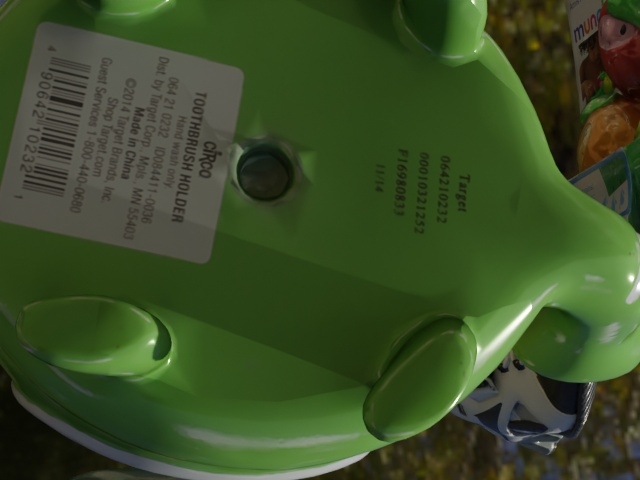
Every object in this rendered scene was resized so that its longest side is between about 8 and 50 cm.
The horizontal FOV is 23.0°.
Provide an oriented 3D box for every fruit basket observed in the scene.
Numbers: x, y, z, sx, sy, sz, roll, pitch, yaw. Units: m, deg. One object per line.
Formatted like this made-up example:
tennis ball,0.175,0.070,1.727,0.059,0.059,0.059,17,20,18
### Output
fruit basket,0.302,-0.131,1.464,0.165,0.353,0.327,-8,170,-17

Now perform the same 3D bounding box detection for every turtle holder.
turtle holder,-0.012,-0.016,0.719,0.320,0.243,0.227,-17,169,-18

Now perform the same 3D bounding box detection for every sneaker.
sneaker,0.154,0.101,1.322,0.146,0.330,0.122,16,-112,2

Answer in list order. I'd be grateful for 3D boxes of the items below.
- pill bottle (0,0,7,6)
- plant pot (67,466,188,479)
pill bottle,-0.376,-0.224,1.487,0.265,0.153,0.153,-25,-168,28
plant pot,-0.243,0.325,1.197,0.334,0.341,0.341,11,-179,-41
